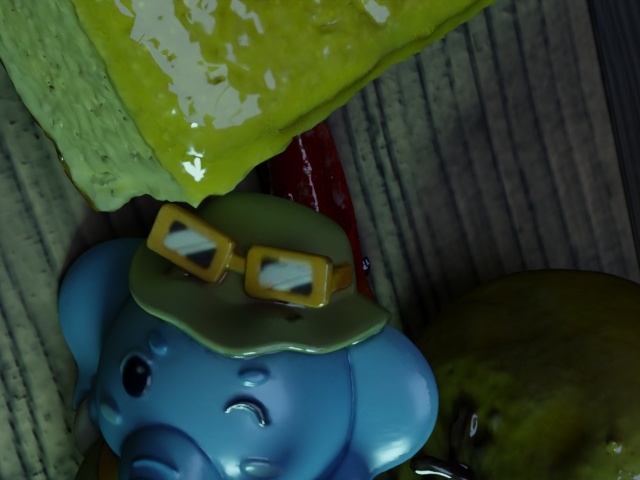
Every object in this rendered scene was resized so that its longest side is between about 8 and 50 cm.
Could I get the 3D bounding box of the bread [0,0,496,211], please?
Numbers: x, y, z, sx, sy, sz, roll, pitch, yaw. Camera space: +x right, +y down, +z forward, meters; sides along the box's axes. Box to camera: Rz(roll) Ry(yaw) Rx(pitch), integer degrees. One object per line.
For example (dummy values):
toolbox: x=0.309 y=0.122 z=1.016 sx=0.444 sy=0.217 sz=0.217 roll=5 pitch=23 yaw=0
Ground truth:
bread: x=-0.035 y=-0.227 z=0.662 sx=0.324 sy=0.143 sz=0.333 roll=-33 pitch=110 yaw=-24

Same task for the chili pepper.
chili pepper: x=0.000 y=0.000 z=0.794 sx=0.059 sy=0.050 sz=0.268 roll=-15 pitch=107 yaw=-12

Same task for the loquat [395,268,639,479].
loquat: x=0.140 y=0.126 z=0.811 sx=0.213 sy=0.213 sz=0.213 roll=-7 pitch=103 yaw=-30

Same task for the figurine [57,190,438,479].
figurine: x=-0.043 y=0.106 z=0.719 sx=0.154 sy=0.180 sz=0.262 roll=-3 pitch=96 yaw=-46
